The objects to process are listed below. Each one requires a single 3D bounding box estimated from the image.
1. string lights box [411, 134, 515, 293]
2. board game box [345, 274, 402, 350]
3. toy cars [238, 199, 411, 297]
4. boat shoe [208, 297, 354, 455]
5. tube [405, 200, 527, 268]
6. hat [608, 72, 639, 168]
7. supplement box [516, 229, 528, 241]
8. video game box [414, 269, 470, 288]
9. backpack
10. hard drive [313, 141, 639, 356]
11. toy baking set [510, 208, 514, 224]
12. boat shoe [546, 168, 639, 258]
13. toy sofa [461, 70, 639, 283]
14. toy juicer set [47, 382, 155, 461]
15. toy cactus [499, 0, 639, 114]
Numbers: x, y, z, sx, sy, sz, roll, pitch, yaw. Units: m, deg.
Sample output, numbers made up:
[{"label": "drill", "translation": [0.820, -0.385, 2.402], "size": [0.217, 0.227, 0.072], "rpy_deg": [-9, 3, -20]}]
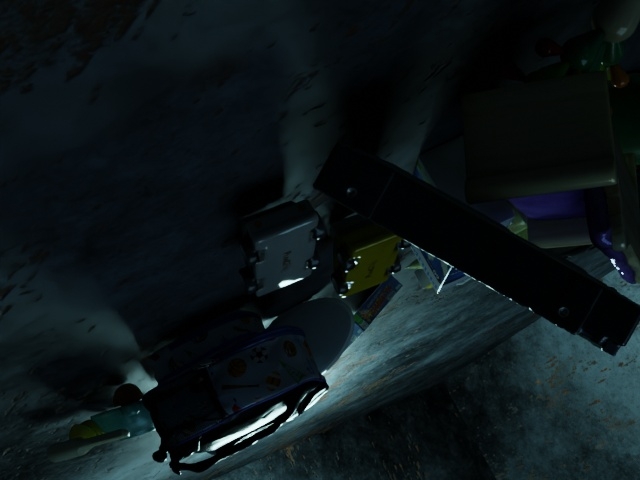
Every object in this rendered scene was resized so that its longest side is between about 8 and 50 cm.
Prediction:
[{"label": "string lights box", "translation": [0.188, -0.029, 1.277], "size": [0.076, 0.133, 0.260], "rpy_deg": [-25, 163, -10]}, {"label": "board game box", "translation": [0.077, 0.160, 1.754], "size": [0.136, 0.035, 0.201], "rpy_deg": [-46, 175, -31]}, {"label": "toy cars", "translation": [0.000, 0.000, 1.169], "size": [0.176, 0.087, 0.393], "rpy_deg": [-36, 158, 26]}, {"label": "boat shoe", "translation": [-0.068, 0.250, 1.637], "size": [0.367, 0.136, 0.156], "rpy_deg": [-48, 165, 6]}, {"label": "tube", "translation": [0.272, 0.000, 1.645], "size": [0.240, 0.062, 0.070], "rpy_deg": [-31, 120, 29]}, {"label": "hat", "translation": [0.477, -0.125, 1.277], "size": [0.208, 0.184, 0.173], "rpy_deg": [-29, 140, -10]}, {"label": "supplement box", "translation": [0.408, -0.041, 1.675], "size": [0.083, 0.083, 0.056], "rpy_deg": [-39, 160, 33]}, {"label": "video game box", "translation": [0.314, 0.025, 1.792], "size": [0.205, 0.048, 0.187], "rpy_deg": [-37, 163, 28]}, {"label": "backpack", "translation": [-0.130, 0.231, 1.428], "size": [0.263, 0.213, 0.276], "rpy_deg": [-21, 170, 7]}, {"label": "hard drive", "translation": [0.166, 0.005, 0.965], "size": [0.064, 0.338, 0.237], "rpy_deg": [-60, 171, 5]}, {"label": "toy baking set", "translation": [0.295, -0.054, 1.439], "size": [0.256, 0.030, 0.196], "rpy_deg": [-14, 162, 41]}, {"label": "boat shoe", "translation": [0.541, -0.042, 1.811], "size": [0.340, 0.127, 0.113], "rpy_deg": [-29, 178, 39]}, {"label": "toy sofa", "translation": [0.280, -0.048, 1.023], "size": [0.150, 0.177, 0.362], "rpy_deg": [-6, 170, 23]}, {"label": "toy juicer set", "translation": [-0.353, 0.297, 1.505], "size": [0.209, 0.090, 0.329], "rpy_deg": [-19, 174, 13]}, {"label": "toy cactus", "translation": [0.304, -0.218, 1.005], "size": [0.219, 0.112, 0.181], "rpy_deg": [-6, 134, -46]}]
